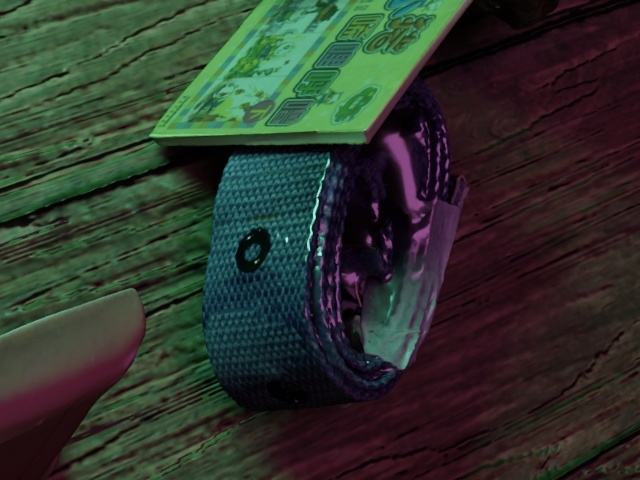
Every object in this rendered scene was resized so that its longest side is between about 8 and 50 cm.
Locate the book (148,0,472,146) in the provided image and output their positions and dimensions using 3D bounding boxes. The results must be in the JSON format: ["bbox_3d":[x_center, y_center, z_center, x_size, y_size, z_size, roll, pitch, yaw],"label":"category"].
[{"bbox_3d":[-0.002,-0.119,1.068,0.168,0.192,0.013,-54,128,-33],"label":"book"}]

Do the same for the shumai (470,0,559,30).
[{"bbox_3d":[0.047,-0.300,1.147,0.263,0.304,0.309,-3,97,-4],"label":"shumai"}]

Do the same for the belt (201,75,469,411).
[{"bbox_3d":[0.000,0.000,1.059,0.139,0.126,0.230,40,54,-41],"label":"belt"}]

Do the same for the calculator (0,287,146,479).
[{"bbox_3d":[-0.236,0.134,0.820,0.329,0.220,0.048,-24,74,-39],"label":"calculator"}]
